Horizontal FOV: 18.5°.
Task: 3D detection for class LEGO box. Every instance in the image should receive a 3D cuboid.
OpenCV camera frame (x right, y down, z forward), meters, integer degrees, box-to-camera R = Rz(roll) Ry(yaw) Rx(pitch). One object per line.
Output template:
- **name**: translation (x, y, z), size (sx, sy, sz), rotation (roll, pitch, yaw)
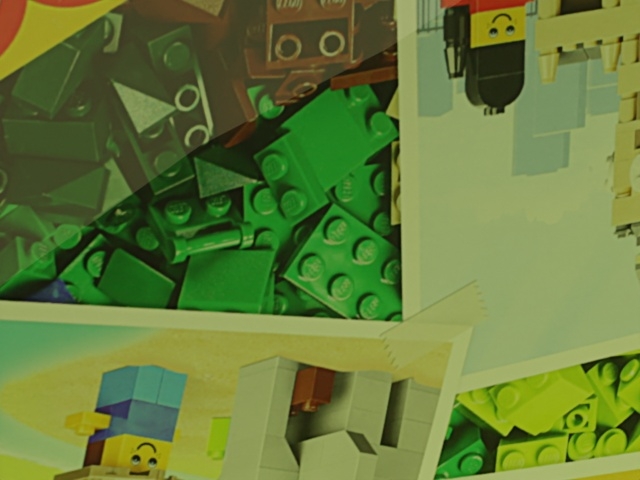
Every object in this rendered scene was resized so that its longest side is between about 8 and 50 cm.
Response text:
- **LEGO box**: translation (0.000, 0.000, 0.604), size (0.500, 0.193, 0.372), rotation (-4, 113, -25)
